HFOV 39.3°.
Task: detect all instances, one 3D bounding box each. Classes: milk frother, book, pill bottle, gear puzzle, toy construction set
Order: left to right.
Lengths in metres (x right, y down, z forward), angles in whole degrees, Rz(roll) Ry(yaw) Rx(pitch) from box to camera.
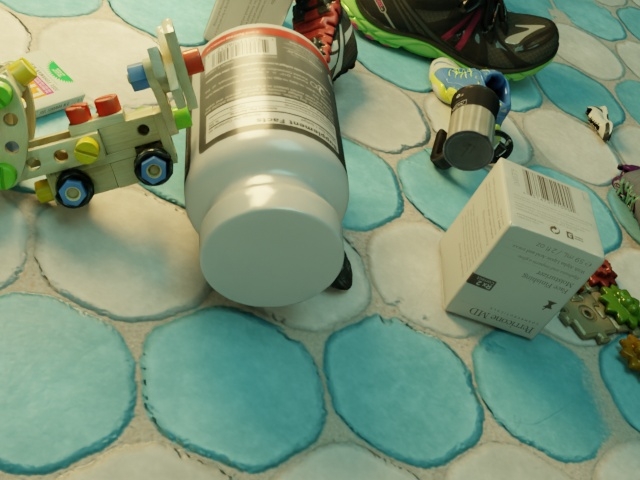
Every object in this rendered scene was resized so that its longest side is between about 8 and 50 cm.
[{"bbox_3d":[-0.408,-0.206,1.226,0.096,0.035,0.144,43,40,10],"label":"book"},{"bbox_3d":[-0.282,-0.153,1.070,0.328,0.215,0.151,-10,23,10],"label":"toy construction set"},{"bbox_3d":[-0.073,-0.103,1.175,0.210,0.210,0.362,13,43,-19],"label":"pill bottle"},{"bbox_3d":[0.270,-0.163,1.513,0.143,0.129,0.134,25,46,-8],"label":"milk frother"},{"bbox_3d":[0.432,0.080,1.413,0.176,0.044,0.338,-4,50,-34],"label":"gear puzzle"}]

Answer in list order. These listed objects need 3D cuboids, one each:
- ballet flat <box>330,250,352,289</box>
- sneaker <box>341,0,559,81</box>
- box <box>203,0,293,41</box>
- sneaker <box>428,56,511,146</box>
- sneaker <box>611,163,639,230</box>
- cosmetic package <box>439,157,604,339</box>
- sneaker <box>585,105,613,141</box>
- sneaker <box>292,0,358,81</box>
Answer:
[{"bbox_3d":[0.000,0.000,1.249,0.049,0.058,0.173,49,17,-50],"label":"ballet flat"},{"bbox_3d":[0.280,-0.452,1.762,0.483,0.202,0.185,10,44,-22],"label":"sneaker"},{"bbox_3d":[-0.104,-0.435,1.529,0.119,0.181,0.181,21,40,-11],"label":"box"},{"bbox_3d":[0.286,-0.284,1.646,0.091,0.126,0.240,0,48,-31],"label":"sneaker"},{"bbox_3d":[0.583,-0.074,1.662,0.098,0.083,0.223,15,32,15],"label":"sneaker"},{"bbox_3d":[0.280,0.014,1.282,0.151,0.183,0.151,19,40,-13],"label":"cosmetic package"},{"bbox_3d":[0.573,-0.240,1.850,0.044,0.040,0.109,6,39,-3],"label":"sneaker"},{"bbox_3d":[0.000,-0.298,1.503,0.135,0.098,0.276,45,46,-44],"label":"sneaker"}]
